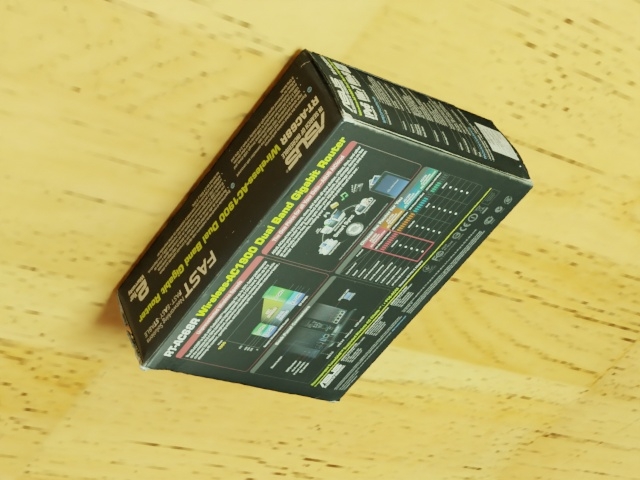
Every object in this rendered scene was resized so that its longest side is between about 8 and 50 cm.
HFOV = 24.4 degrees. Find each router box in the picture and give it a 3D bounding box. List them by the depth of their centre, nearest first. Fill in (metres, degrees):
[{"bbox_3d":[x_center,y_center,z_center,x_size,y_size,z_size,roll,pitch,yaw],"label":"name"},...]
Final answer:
[{"bbox_3d":[0.000,0.000,0.516,0.092,0.038,0.122,15,125,-41],"label":"router box"}]
